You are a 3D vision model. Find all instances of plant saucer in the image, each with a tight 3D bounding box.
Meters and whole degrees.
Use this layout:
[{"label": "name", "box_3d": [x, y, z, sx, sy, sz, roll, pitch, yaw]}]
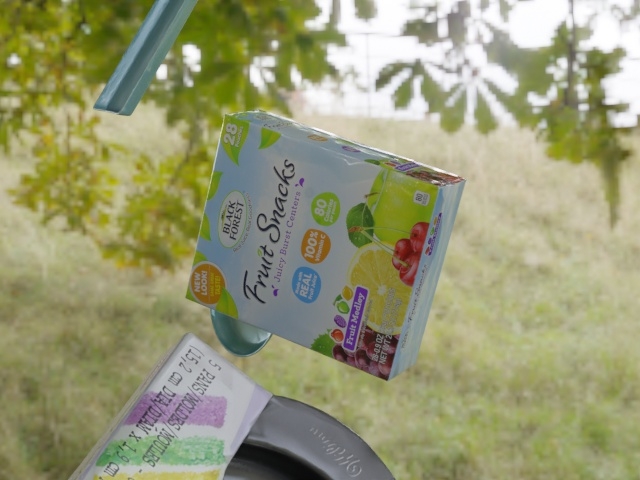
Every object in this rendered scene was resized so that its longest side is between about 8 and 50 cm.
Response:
[{"label": "plant saucer", "box_3d": [-0.080, 0.071, 1.393, 0.021, 0.119, 0.119, 3, -8, -43]}, {"label": "plant saucer", "box_3d": [-0.165, -0.208, 1.253, 0.018, 0.192, 0.067, 33, -9, -34]}]

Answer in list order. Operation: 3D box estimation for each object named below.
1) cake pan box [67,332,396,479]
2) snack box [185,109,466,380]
[{"label": "cake pan box", "box_3d": [-0.056, 0.223, 0.735, 0.245, 0.267, 0.070, 40, -31, -7]}, {"label": "snack box", "box_3d": [0.000, 0.000, 1.060, 0.207, 0.175, 0.070, 20, 17, 24]}]
